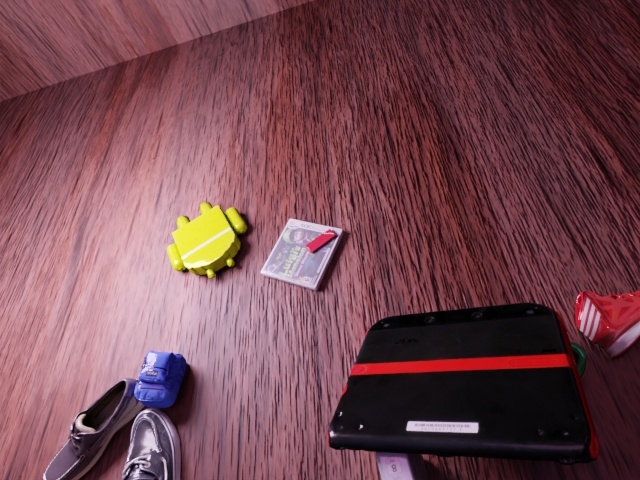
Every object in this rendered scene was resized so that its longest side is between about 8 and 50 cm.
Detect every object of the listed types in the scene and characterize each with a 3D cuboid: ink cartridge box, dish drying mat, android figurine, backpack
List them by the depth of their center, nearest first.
[{"bbox_3d":[0.160,0.459,0.644,0.066,0.189,0.232,-24,52,8],"label":"ink cartridge box"},{"bbox_3d":[-0.385,0.326,0.964,0.098,0.101,0.120,2,54,7],"label":"backpack"},{"bbox_3d":[0.000,0.000,1.104,0.083,0.008,0.032,-35,53,-8],"label":"dish drying mat"},{"bbox_3d":[-0.337,-0.001,1.215,0.248,0.056,0.273,-34,52,-7],"label":"android figurine"}]

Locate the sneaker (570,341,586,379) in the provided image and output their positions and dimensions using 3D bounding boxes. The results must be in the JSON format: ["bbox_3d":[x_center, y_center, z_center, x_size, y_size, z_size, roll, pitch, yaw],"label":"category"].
[{"bbox_3d":[0.355,0.270,0.750,0.296,0.123,0.109,-33,53,-5],"label":"sneaker"}]

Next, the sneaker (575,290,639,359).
[{"bbox_3d":[0.598,0.115,0.803,0.221,0.087,0.128,-38,55,-11],"label":"sneaker"}]

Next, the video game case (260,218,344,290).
[{"bbox_3d":[-0.049,0.032,1.116,0.173,0.022,0.190,13,61,26],"label":"video game case"}]

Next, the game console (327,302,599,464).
[{"bbox_3d":[0.232,0.235,0.722,0.387,0.060,0.342,-12,21,26],"label":"game console"}]

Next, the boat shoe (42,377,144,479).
[{"bbox_3d":[-0.532,0.437,0.950,0.103,0.092,0.285,32,70,35],"label":"boat shoe"}]

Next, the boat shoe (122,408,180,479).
[{"bbox_3d":[-0.361,0.491,0.848,0.108,0.102,0.301,-23,52,2],"label":"boat shoe"}]
